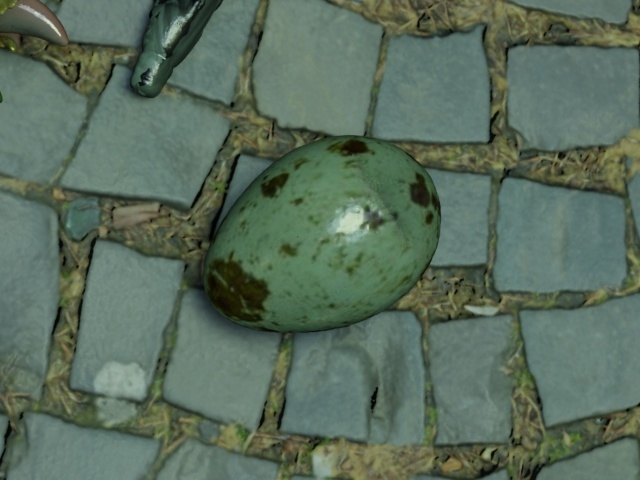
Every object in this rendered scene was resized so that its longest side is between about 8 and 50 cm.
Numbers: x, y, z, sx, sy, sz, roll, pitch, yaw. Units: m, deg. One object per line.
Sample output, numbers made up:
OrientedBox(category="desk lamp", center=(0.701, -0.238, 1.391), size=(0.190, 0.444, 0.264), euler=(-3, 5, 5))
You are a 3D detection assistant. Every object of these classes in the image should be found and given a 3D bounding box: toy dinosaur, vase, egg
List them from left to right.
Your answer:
OrientedBox(category="toy dinosaur", center=(-0.293, -0.225, 1.520), size=(0.177, 0.152, 0.194), euler=(-35, 52, -18))
OrientedBox(category="vase", center=(-0.123, -0.228, 1.591), size=(0.060, 0.060, 0.211), euler=(28, 75, -11))
OrientedBox(category="egg", center=(0.000, 0.000, 1.540), size=(0.231, 0.169, 0.169), euler=(-30, 91, 1))
